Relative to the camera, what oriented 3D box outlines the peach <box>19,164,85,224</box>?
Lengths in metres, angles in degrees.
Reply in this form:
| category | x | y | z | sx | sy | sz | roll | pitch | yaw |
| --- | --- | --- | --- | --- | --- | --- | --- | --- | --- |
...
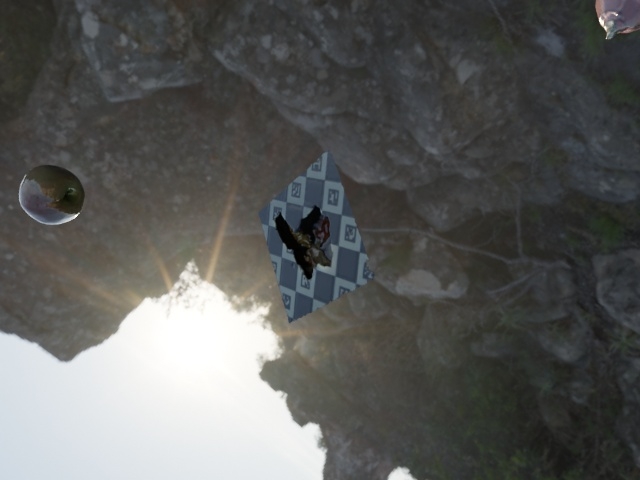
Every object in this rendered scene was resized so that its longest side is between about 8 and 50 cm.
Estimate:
| category | x | y | z | sx | sy | sz | roll | pitch | yaw |
| --- | --- | --- | --- | --- | --- | --- | --- | --- | --- |
| peach | -0.359 | -0.061 | 0.801 | 0.083 | 0.083 | 0.083 | 39 | 175 | 4 |

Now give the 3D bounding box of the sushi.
| category | x | y | z | sx | sy | sz | roll | pitch | yaw |
| --- | --- | --- | --- | --- | --- | --- | --- | --- | --- |
| sushi | 0.000 | 0.000 | 0.541 | 0.026 | 0.126 | 0.120 | -2 | -113 | -39 |

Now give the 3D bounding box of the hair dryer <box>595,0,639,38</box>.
| category | x | y | z | sx | sy | sz | roll | pitch | yaw |
| --- | --- | --- | --- | --- | --- | --- | --- | --- | --- |
| hair dryer | 0.342 | -0.326 | 0.540 | 0.125 | 0.353 | 0.210 | 32 | -178 | 20 |
